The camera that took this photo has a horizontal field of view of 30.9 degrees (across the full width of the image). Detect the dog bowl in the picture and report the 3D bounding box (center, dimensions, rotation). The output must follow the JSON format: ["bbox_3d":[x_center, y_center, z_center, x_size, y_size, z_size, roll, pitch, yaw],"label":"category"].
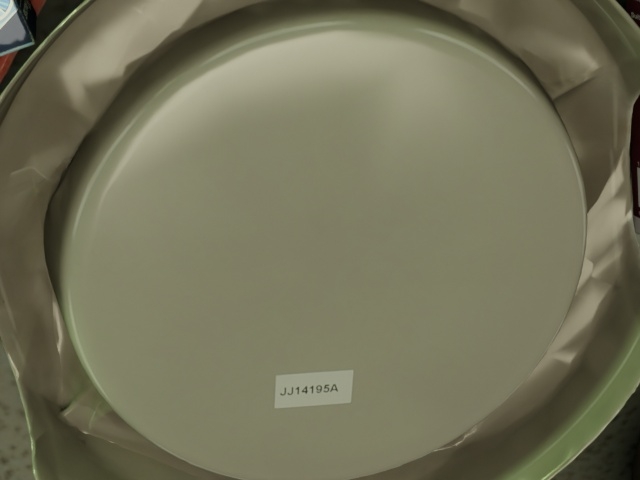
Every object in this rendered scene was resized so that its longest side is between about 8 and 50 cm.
[{"bbox_3d":[0.000,0.000,0.567,0.348,0.102,0.349,-5,119,-9],"label":"dog bowl"}]

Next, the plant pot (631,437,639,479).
[{"bbox_3d":[0.289,0.184,0.657,0.263,0.229,0.263,-6,120,-10],"label":"plant pot"}]

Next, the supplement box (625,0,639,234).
[{"bbox_3d":[0.214,-0.117,0.548,0.130,0.073,0.239,-24,123,-22],"label":"supplement box"}]

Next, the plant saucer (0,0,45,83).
[{"bbox_3d":[-0.284,-0.082,0.494,0.259,0.048,0.258,26,110,-24],"label":"plant saucer"}]

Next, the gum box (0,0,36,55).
[{"bbox_3d":[-0.216,-0.133,0.429,0.157,0.041,0.184,-20,121,-1],"label":"gum box"}]
